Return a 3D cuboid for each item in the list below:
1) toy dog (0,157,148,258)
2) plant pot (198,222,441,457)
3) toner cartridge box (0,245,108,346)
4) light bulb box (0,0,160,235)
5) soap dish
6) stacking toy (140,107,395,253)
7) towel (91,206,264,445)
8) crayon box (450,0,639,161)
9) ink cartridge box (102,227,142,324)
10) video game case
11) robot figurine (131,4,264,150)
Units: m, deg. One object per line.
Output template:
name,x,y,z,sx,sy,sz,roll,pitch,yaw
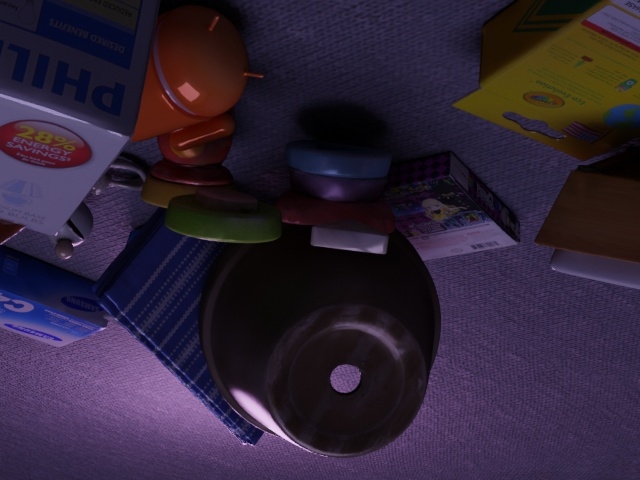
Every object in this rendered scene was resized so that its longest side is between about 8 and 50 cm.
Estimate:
toy dog,-0.396,-0.044,1.637,0.220,0.161,0.333,-18,151,35
plant pot,0.011,0.133,1.561,0.323,0.323,0.280,10,-169,-8
toner cartridge box,-0.533,0.076,2.060,0.348,0.075,0.165,25,150,-34
light bulb box,-0.319,-0.242,1.013,0.358,0.361,0.225,17,152,-21
soap dish,0.395,-0.025,1.396,0.229,0.118,0.291,11,-166,26
stacking toy,-0.052,-0.084,1.466,0.309,0.130,0.279,5,-169,-8
towel,-0.135,0.093,1.723,0.040,0.243,0.336,3,140,53
crayon box,0.306,-0.199,1.283,0.202,0.081,0.318,20,151,-27
ink cartridge box,-0.215,0.054,1.816,0.086,0.148,0.203,28,158,-31
video game case,0.125,-0.035,1.714,0.232,0.042,0.210,-11,149,32
robot figurine,-0.168,-0.182,1.376,0.219,0.158,0.128,-14,175,35
